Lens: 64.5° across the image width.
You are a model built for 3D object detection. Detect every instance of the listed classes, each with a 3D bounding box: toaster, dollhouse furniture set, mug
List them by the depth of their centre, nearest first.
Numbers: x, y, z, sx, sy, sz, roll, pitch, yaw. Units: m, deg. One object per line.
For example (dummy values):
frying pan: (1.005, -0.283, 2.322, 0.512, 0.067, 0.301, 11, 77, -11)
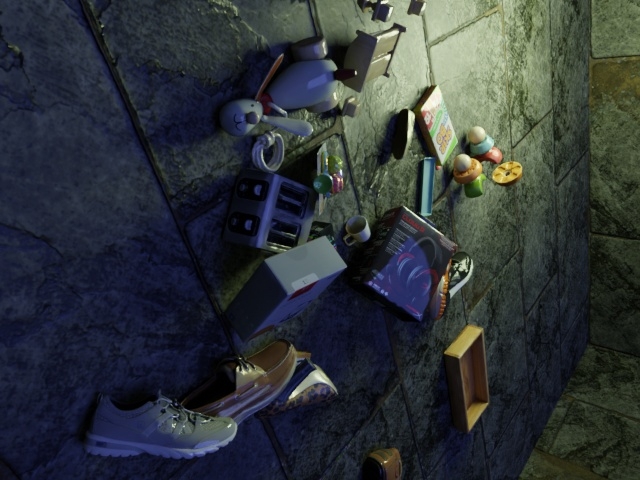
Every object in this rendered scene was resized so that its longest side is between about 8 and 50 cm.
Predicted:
toaster: (-0.106, -0.055, 1.131, 0.185, 0.110, 0.168, 18, 87, -48)
dollhouse furniture set: (0.126, -0.547, 1.328, 0.303, 0.173, 0.356, -41, 157, -49)
mug: (0.103, -0.025, 1.420, 0.064, 0.078, 0.062, 52, 28, -51)

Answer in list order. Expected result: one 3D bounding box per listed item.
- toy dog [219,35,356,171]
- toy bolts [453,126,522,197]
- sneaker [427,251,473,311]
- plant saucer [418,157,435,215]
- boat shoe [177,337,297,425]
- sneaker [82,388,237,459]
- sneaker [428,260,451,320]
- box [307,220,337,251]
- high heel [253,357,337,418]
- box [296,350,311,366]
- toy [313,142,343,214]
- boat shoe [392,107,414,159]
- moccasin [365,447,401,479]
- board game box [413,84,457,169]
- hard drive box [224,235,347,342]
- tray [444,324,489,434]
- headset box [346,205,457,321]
toy dog: (-0.047, -0.315, 1.097, 0.334, 0.160, 0.220, -59, 135, -20)
toy bolts: (0.582, -0.296, 1.785, 0.158, 0.218, 0.229, 49, 45, -35)
sneaker: (0.442, 0.115, 1.786, 0.283, 0.107, 0.124, -48, 124, -30)
plant saucer: (0.349, -0.177, 1.675, 0.067, 0.018, 0.192, -11, 106, -46)
boat shoe: (-0.179, 0.319, 1.135, 0.324, 0.123, 0.117, -39, 123, -37)
sneaker: (-0.294, 0.344, 0.966, 0.281, 0.105, 0.115, 8, 82, -23)
sneaker: (0.362, 0.131, 1.676, 0.099, 0.121, 0.263, 24, 69, -59)
box: (0.000, 0.000, 1.297, 0.052, 0.062, 0.083, -35, 123, -39)
high heel: (-0.060, 0.404, 1.298, 0.186, 0.093, 0.261, -41, 144, -6)
box: (-0.073, 0.357, 1.326, 0.081, 0.028, 0.136, 13, 87, -49)
toy: (0.026, -0.152, 1.202, 0.237, 0.056, 0.137, -63, 152, -71)
boat shoe: (0.252, -0.312, 1.509, 0.048, 0.056, 0.153, 10, 84, -44)
moccasin: (0.213, 0.883, 1.697, 0.146, 0.139, 0.380, -1, 90, -39)
board game box: (0.382, -0.362, 1.658, 0.124, 0.039, 0.259, -55, 136, -23)
hard drive box: (-0.080, 0.108, 1.110, 0.181, 0.232, 0.089, -22, 70, -42)
tray: (0.607, 0.573, 2.094, 0.202, 0.076, 0.411, -35, 124, -38)
headset box: (0.246, 0.057, 1.478, 0.218, 0.110, 0.293, 35, 72, -15)
